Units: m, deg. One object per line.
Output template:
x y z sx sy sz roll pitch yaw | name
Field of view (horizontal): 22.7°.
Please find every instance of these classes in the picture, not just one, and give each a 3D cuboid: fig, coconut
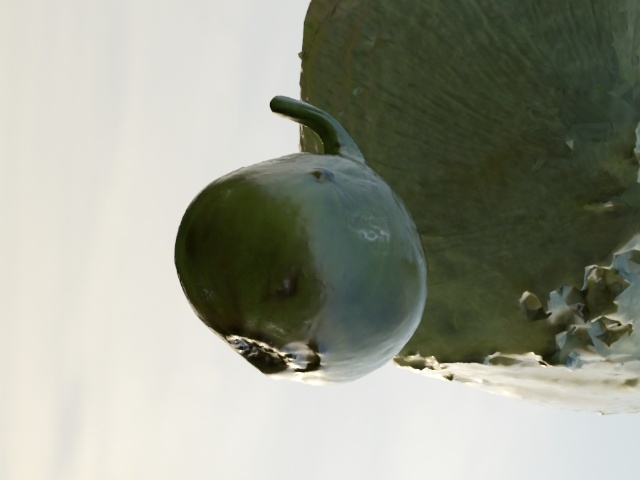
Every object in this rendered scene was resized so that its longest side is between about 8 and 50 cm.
0.000 0.000 0.543 0.082 0.084 0.098 83 30 -58 | fig
0.168 -0.069 1.044 0.404 0.404 0.405 -179 -90 -72 | coconut
